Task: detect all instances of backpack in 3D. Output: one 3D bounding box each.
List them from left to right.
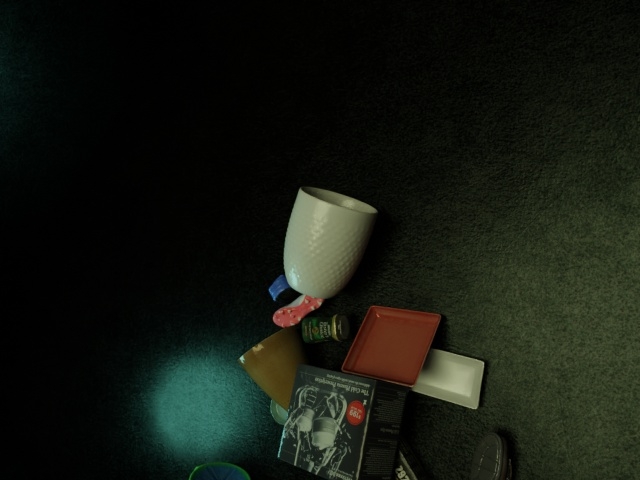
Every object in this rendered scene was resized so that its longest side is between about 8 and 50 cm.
[{"bbox_3d":[-0.134,0.181,2.021,0.098,0.120,0.101,-51,58,20],"label":"backpack"}]

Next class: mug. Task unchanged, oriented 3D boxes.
[{"bbox_3d":[0.000,0.000,1.888,0.374,0.277,0.327,-134,59,-64],"label":"mug"}]

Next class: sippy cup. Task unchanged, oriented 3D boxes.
[{"bbox_3d":[-0.386,0.994,2.036,0.240,0.305,0.223,9,102,-6],"label":"sippy cup"}]

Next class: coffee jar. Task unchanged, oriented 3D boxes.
[{"bbox_3d":[0.026,0.309,1.911,0.185,0.079,0.096,-12,77,34],"label":"coffee jar"}]

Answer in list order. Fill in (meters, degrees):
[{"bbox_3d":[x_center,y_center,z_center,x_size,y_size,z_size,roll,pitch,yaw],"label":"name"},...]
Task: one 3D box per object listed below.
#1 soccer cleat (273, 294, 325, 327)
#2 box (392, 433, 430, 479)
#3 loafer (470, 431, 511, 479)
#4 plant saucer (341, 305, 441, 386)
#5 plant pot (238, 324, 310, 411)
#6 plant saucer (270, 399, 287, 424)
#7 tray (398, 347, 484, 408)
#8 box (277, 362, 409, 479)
[{"bbox_3d":[-0.072,0.240,1.995,0.248,0.095,0.083,-35,100,31],"label":"soccer cleat"},{"bbox_3d":[0.229,0.805,1.690,0.257,0.079,0.322,-45,60,20],"label":"box"},{"bbox_3d":[0.483,0.691,1.529,0.109,0.095,0.302,1,78,67],"label":"loafer"},{"bbox_3d":[0.229,0.333,1.713,0.259,0.047,0.258,2,50,37],"label":"plant saucer"},{"bbox_3d":[-0.127,0.470,1.931,0.237,0.237,0.254,-39,77,26],"label":"plant pot"},{"bbox_3d":[-0.133,0.618,2.017,0.120,0.021,0.119,-7,79,35],"label":"plant saucer"},{"bbox_3d":[0.367,0.410,1.676,0.271,0.030,0.145,8,87,37],"label":"tray"},{"bbox_3d":[0.068,0.577,1.716,0.343,0.179,0.312,-1,72,45],"label":"box"}]
